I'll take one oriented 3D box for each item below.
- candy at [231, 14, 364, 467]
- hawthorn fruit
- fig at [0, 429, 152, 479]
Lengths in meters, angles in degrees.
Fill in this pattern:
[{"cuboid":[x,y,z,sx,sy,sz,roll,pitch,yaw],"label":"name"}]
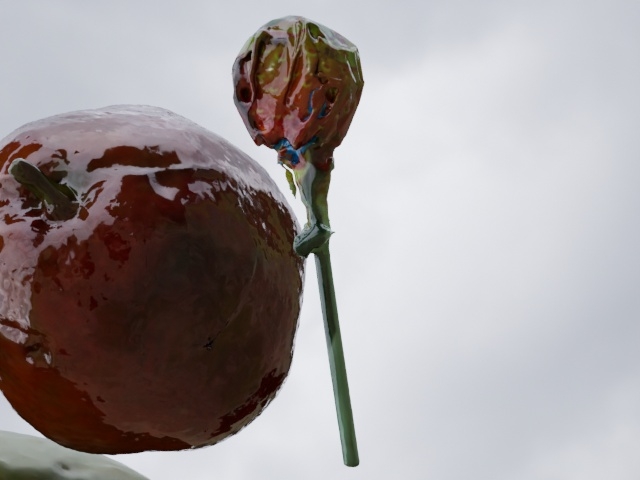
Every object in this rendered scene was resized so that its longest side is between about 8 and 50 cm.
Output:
[{"cuboid":[0.000,0.000,0.871,0.060,0.201,0.060,-8,-4,-1],"label":"candy"},{"cuboid":[-0.126,0.016,1.192,0.224,0.224,0.261,-45,-20,-2],"label":"hawthorn fruit"},{"cuboid":[-0.242,0.234,1.296,0.326,0.258,0.258,-17,-32,-14],"label":"fig"}]
